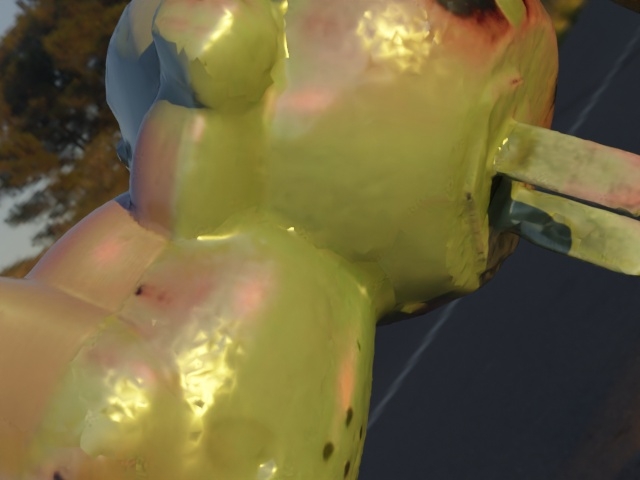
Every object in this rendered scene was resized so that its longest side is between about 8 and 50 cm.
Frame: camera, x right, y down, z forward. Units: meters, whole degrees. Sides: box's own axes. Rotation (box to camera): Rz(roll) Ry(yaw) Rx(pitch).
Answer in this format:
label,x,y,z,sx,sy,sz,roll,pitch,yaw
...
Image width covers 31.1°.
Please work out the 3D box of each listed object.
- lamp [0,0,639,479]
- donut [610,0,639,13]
label,x,y,z,sx,sy,sz,roll,pitch,yaw
lamp,0.000,0.000,0.466,0.301,0.247,0.247,-62,-27,-20
donut,0.240,-0.215,0.670,0.261,0.208,0.128,-6,-45,-29
